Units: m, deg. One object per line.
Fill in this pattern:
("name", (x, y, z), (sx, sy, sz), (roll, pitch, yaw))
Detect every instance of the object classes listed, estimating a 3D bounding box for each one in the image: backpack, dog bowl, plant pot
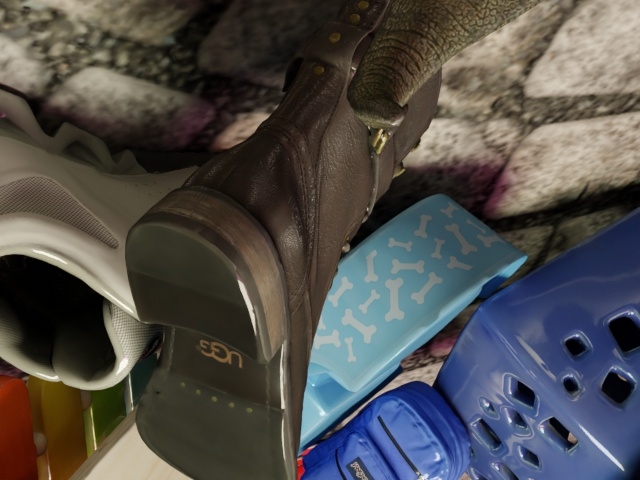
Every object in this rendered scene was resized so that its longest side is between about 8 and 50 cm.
("backpack", (0.054, 0.176, 0.908), (0.120, 0.098, 0.101), (-41, 170, 25))
("dog bowl", (0.022, 0.073, 0.836), (0.166, 0.074, 0.297), (-28, 166, -46))
("plant pot", (0.245, 0.128, 0.917), (0.236, 0.212, 0.236), (-28, 157, -21))

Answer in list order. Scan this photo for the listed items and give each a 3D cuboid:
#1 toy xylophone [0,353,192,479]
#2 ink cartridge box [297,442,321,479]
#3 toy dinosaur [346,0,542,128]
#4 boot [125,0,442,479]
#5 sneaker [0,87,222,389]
("toy xylophone", (-0.139, 0.172, 0.694), (0.081, 0.236, 0.323), (8, -163, 18))
("ink cartridge box", (-0.014, 0.298, 1.252), (0.134, 0.078, 0.231), (-15, 151, -9))
("toy dinosaur", (0.058, -0.147, 0.394), (0.160, 0.313, 0.121), (5, 122, 2))
("boot", (0.000, 0.000, 0.604), (0.229, 0.091, 0.263), (-54, 159, -38))
("sneaker", (-0.109, 0.023, 0.649), (0.331, 0.146, 0.122), (11, 138, -45))
